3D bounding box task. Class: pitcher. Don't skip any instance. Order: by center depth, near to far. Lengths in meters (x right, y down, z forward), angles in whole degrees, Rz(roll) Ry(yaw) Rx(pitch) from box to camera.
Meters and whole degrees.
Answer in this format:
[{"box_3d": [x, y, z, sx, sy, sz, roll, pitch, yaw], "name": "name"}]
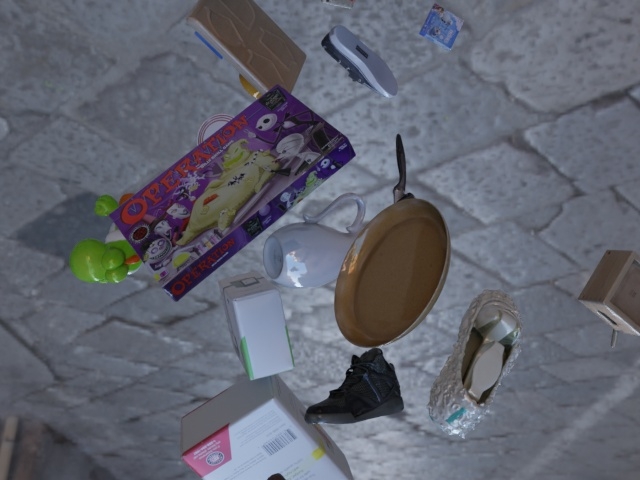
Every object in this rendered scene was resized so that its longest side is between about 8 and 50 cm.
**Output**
[{"box_3d": [0.000, 0.000, 1.513, 0.207, 0.178, 0.125, -4, -175, -32], "name": "pitcher"}]

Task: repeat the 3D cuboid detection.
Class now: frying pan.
[{"box_3d": [0.184, -0.068, 1.719, 0.053, 0.326, 0.197, -8, -174, -7], "name": "frying pan"}]

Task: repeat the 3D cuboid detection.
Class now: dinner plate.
[{"box_3d": [-0.261, -0.265, 2.116, 0.141, 0.141, 0.017, 17, -178, -29], "name": "dinner plate"}]

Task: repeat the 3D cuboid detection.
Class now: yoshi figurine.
[{"box_3d": [-0.545, 0.005, 2.089, 0.203, 0.362, 0.203, -42, 106, 16], "name": "yoshi figurine"}]

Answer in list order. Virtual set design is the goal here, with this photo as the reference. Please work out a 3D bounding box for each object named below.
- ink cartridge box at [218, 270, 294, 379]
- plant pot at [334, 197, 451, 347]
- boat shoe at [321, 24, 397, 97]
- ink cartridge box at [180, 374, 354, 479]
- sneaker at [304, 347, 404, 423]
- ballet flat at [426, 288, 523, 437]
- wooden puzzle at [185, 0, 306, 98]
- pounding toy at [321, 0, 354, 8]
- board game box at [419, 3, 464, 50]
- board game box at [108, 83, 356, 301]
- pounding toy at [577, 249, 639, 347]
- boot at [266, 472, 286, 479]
[{"box_3d": [-0.160, 0.198, 1.947, 0.114, 0.198, 0.273, -14, -170, -12], "name": "ink cartridge box"}, {"box_3d": [0.109, 0.051, 1.180, 0.032, 0.236, 0.236, 27, 146, -32], "name": "plant pot"}, {"box_3d": [0.092, -0.426, 1.960, 0.228, 0.080, 0.076, 37, 143, -24], "name": "boat shoe"}, {"box_3d": [-0.131, 0.547, 2.030, 0.279, 0.160, 0.385, -34, 116, 5], "name": "ink cartridge box"}, {"box_3d": [0.058, 0.272, 1.487, 0.227, 0.130, 0.087, -6, 176, -38], "name": "sneaker"}, {"box_3d": [0.347, 0.228, 1.638, 0.147, 0.409, 0.147, 17, 135, 18], "name": "ballet flat"}, {"box_3d": [-0.191, -0.501, 2.042, 0.080, 0.348, 0.322, -34, 115, 29], "name": "wooden puzzle"}, {"box_3d": [0.060, -0.682, 1.953, 0.094, 0.181, 0.206, 7, 134, -15], "name": "pounding toy"}, {"box_3d": [0.309, -0.543, 2.039, 0.090, 0.090, 0.020, 28, 166, -10], "name": "board game box"}, {"box_3d": [-0.139, -0.083, 1.223, 0.347, 0.208, 0.056, -40, 134, -8], "name": "board game box"}, {"box_3d": [0.542, 0.109, 1.435, 0.141, 0.130, 0.100, 37, 170, -17], "name": "pounding toy"}, {"box_3d": [-0.006, 0.462, 1.105, 0.090, 0.249, 0.207, -7, -175, -29], "name": "boot"}]
